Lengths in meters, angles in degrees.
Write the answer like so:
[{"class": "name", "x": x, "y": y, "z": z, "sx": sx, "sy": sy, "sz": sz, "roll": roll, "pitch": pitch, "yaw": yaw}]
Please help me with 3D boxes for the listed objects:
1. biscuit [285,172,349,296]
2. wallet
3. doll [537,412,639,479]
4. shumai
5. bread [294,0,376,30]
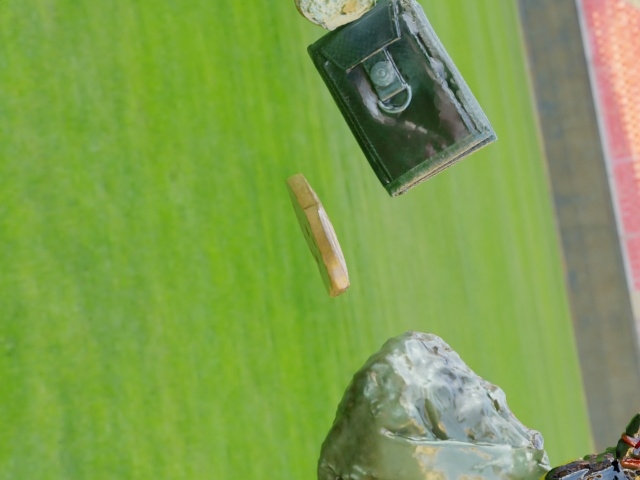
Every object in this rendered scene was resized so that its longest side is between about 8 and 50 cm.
[{"class": "biscuit", "x": 0.001, "y": -0.001, "z": 1.275, "sx": 0.140, "sy": 0.023, "sz": 0.118, "roll": -119, "pitch": -172, "yaw": -57}, {"class": "wallet", "x": 0.102, "y": -0.191, "z": 1.826, "sx": 0.236, "sy": 0.160, "sz": 0.055, "roll": 61, "pitch": 8, "yaw": 15}, {"class": "doll", "x": 0.304, "y": 0.255, "z": 1.472, "sx": 0.127, "sy": 0.248, "sz": 0.088, "roll": 48, "pitch": 1, "yaw": 0}, {"class": "shumai", "x": 0.181, "y": 0.297, "z": 1.817, "sx": 0.288, "sy": 0.292, "sz": 0.330, "roll": 32, "pitch": -42, "yaw": 48}, {"class": "bread", "x": 0.001, "y": -0.354, "z": 1.790, "sx": 0.269, "sy": 0.098, "sz": 0.087, "roll": -105, "pitch": 172, "yaw": -57}]
